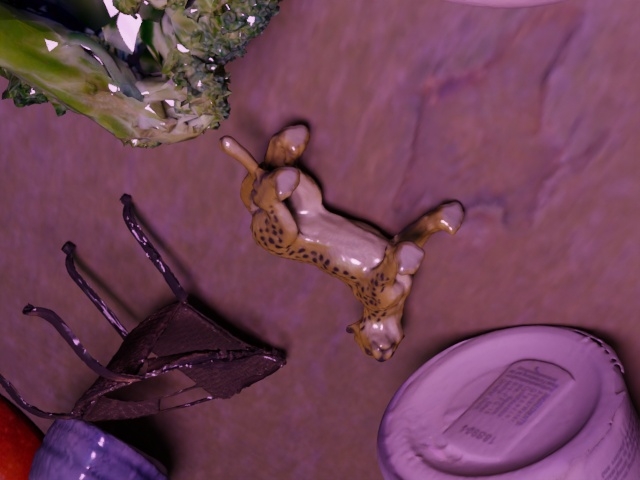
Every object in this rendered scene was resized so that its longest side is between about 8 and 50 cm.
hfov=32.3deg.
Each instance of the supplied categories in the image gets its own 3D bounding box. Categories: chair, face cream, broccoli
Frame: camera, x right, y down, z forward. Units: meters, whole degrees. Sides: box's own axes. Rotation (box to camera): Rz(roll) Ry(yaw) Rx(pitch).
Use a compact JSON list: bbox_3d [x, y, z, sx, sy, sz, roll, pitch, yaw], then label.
[{"bbox_3d":[-0.144,0.090,0.897,0.213,0.149,0.174,40,136,-16],"label":"chair"},{"bbox_3d":[0.144,0.167,0.769,0.177,0.177,0.153,-4,126,33],"label":"face cream"},{"bbox_3d":[-0.149,-0.159,0.574,0.294,0.245,0.265,14,123,49],"label":"broccoli"}]

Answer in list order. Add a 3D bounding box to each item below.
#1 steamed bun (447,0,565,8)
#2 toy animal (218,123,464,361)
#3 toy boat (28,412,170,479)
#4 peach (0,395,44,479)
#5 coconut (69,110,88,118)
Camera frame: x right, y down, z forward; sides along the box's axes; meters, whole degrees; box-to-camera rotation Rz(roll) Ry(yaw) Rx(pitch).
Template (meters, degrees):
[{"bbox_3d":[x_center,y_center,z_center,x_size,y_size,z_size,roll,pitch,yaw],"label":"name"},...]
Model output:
[{"bbox_3d":[0.071,-0.201,0.482,0.232,0.145,0.232,17,136,17],"label":"steamed bun"},{"bbox_3d":[0.000,0.000,0.776,0.181,0.073,0.136,28,146,-1],"label":"toy animal"},{"bbox_3d":[-0.206,0.220,1.038,0.127,0.078,0.283,32,163,3],"label":"toy boat"},{"bbox_3d":[-0.427,0.252,1.190,0.248,0.245,0.275,-29,103,14],"label":"peach"},{"bbox_3d":[-0.147,-0.119,0.744,0.082,0.081,0.083,12,136,-34],"label":"coconut"}]
